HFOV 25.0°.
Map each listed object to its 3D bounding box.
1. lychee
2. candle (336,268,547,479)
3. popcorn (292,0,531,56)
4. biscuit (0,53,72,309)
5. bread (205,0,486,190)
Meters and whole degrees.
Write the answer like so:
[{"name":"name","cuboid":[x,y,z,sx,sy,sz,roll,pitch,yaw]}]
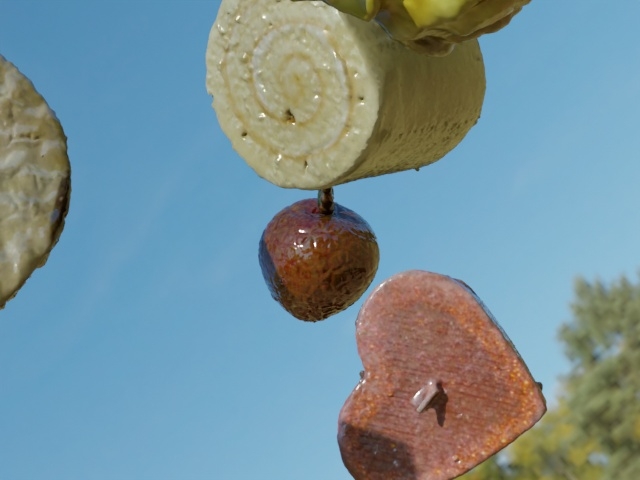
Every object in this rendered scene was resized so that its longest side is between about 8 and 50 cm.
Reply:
[{"name":"lychee","cuboid":[0.002,0.006,1.209,0.140,0.101,0.114,-55,-9,34]},{"name":"candle","cuboid":[0.167,0.209,1.977,0.131,0.287,0.317,8,-84,-85]},{"name":"popcorn","cuboid":[0.048,-0.192,0.762,0.198,0.197,0.155,-23,-26,-38]},{"name":"biscuit","cuboid":[-0.247,-0.036,1.035,0.133,0.250,0.032,10,-24,-14]},{"name":"bread","cuboid":[0.017,-0.112,0.961,0.134,0.148,0.141,-27,-6,39]}]
